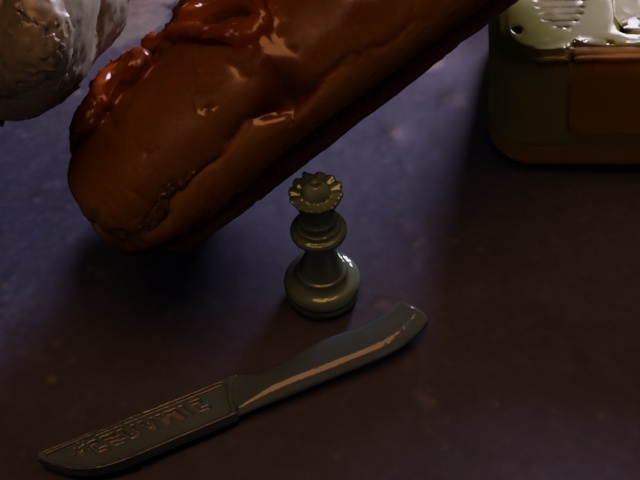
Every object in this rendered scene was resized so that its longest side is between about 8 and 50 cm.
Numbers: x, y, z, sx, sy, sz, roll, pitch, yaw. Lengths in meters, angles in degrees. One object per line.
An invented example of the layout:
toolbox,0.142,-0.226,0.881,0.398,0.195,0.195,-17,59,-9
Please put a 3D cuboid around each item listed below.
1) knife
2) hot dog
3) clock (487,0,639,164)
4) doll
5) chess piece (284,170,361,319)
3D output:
knife,-0.040,0.079,0.565,0.210,0.015,0.028,-22,59,-12
hot dog,0.008,-0.126,0.573,0.349,0.117,0.158,-37,9,9
clock,0.201,-0.118,0.654,0.202,0.096,0.143,2,54,8
doll,-0.199,-0.091,0.596,0.149,0.278,0.175,-10,69,-49
chess piece,0.000,0.000,0.574,0.042,0.093,0.042,-1,52,1
